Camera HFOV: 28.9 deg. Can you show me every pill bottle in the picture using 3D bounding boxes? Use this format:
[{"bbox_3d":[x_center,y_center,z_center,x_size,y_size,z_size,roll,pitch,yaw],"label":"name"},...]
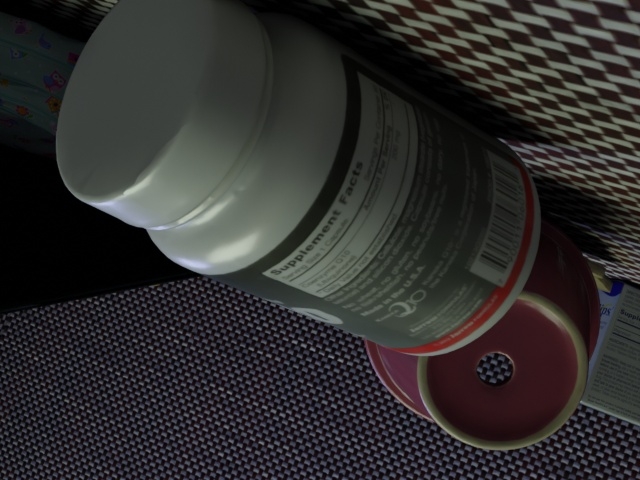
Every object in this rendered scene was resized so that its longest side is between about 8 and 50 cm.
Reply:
[{"bbox_3d":[-0.008,-0.039,0.759,0.283,0.161,0.161,24,175,-41],"label":"pill bottle"}]

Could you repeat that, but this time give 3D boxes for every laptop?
[{"bbox_3d":[-0.274,0.017,1.151,0.382,0.236,0.408,-9,160,-47],"label":"laptop"}]

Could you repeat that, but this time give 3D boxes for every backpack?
[{"bbox_3d":[-0.273,-0.144,1.057,0.182,0.115,0.152,18,173,0],"label":"backpack"}]

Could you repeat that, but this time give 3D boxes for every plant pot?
[{"bbox_3d":[0.135,0.076,1.000,0.201,0.201,0.180,21,-168,-5],"label":"plant pot"}]

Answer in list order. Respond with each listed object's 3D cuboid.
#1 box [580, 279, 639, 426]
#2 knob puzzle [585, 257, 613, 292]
[{"bbox_3d":[0.340,0.126,1.343,0.126,0.137,0.072,22,177,-15],"label":"box"},{"bbox_3d":[0.179,-0.007,1.166,0.213,0.030,0.213,21,177,1],"label":"knob puzzle"}]
